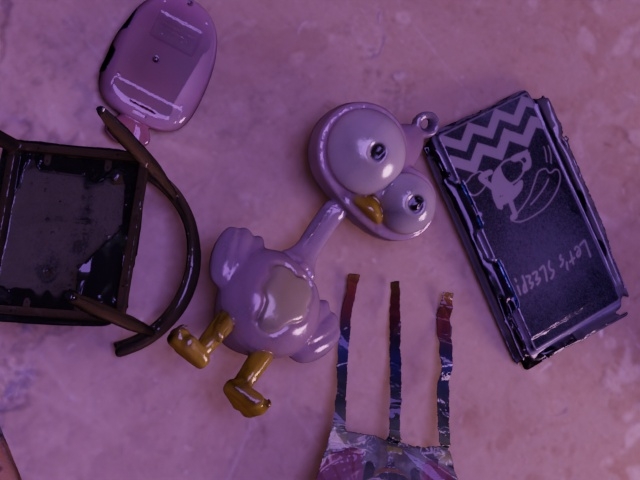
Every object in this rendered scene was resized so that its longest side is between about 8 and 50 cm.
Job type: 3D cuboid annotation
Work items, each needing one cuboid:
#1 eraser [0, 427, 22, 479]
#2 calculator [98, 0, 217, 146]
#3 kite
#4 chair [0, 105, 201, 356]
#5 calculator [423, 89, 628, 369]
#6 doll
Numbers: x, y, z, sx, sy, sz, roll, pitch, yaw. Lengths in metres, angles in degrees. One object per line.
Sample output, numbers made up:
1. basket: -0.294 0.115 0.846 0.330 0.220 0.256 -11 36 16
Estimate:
1. eraser: -0.356 0.207 1.249 0.171 0.087 0.290 -22 92 -17
2. calculator: -0.160 -0.167 1.403 0.103 0.024 0.166 27 74 -16
3. kite: 0.075 0.215 1.424 0.204 0.022 0.360 11 70 -14
4. chair: -0.227 -0.006 1.277 0.166 0.272 0.188 5 79 16
5. calculator: 0.226 -0.015 1.532 0.166 0.028 0.274 -25 95 -25
6. doll: 0.000 0.000 1.408 0.160 0.094 0.365 45 71 -14
